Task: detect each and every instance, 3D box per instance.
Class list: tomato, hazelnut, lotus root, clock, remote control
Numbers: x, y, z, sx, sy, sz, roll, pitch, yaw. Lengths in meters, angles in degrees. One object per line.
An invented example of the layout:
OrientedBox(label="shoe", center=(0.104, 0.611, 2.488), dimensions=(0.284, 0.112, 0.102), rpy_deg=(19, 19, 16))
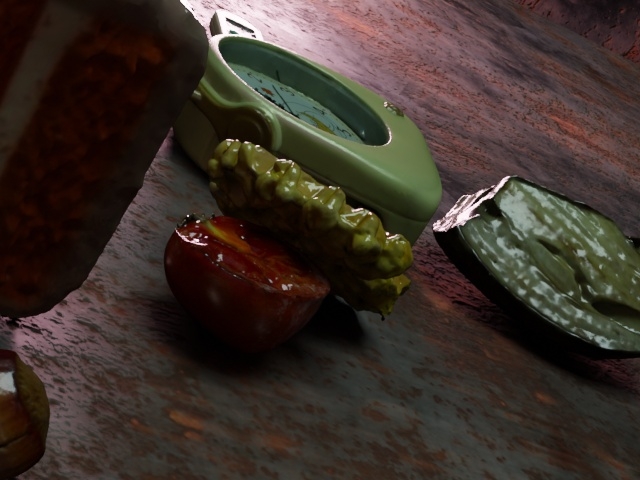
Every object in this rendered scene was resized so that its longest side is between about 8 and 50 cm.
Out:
OrientedBox(label="tomato", center=(-0.074, 0.045, 1.158), dimensions=(0.139, 0.091, 0.159), rpy_deg=(32, 14, 15))
OrientedBox(label="hazelnut", center=(-0.214, 0.109, 0.854), dimensions=(0.086, 0.086, 0.086), rpy_deg=(27, 21, -11))
OrientedBox(label="lotus root", center=(0.280, 0.043, 1.608), dimensions=(0.314, 0.142, 0.210), rpy_deg=(34, 58, -5))
OrientedBox(label="clock", center=(-0.038, -0.125, 1.557), dimensions=(0.348, 0.117, 0.286), rpy_deg=(24, 22, -16))
OrientedBox(label="remote control", center=(-0.112, -0.264, 1.870), dimensions=(0.078, 0.042, 0.221), rpy_deg=(22, 22, -21))

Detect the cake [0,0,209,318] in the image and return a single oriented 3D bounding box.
OrientedBox(label="cake", center=(-0.264, -0.124, 0.994), dimensions=(0.237, 0.308, 0.230), rpy_deg=(14, 29, -44))

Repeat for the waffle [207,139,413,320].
OrientedBox(label="waffle", center=(0.000, -0.001, 1.272), dimensions=(0.249, 0.056, 0.253), rpy_deg=(25, -17, 40))
